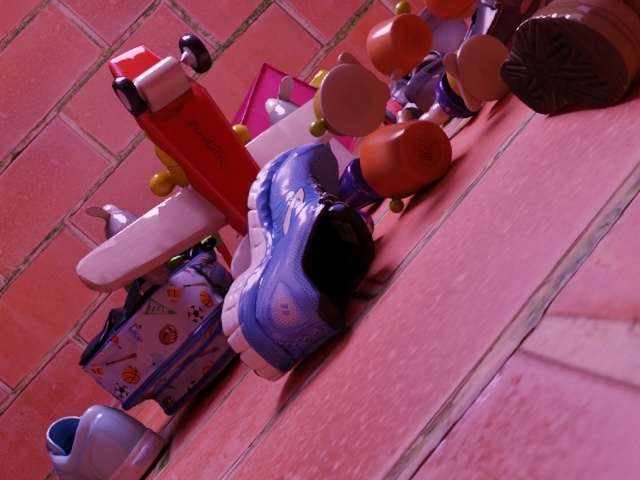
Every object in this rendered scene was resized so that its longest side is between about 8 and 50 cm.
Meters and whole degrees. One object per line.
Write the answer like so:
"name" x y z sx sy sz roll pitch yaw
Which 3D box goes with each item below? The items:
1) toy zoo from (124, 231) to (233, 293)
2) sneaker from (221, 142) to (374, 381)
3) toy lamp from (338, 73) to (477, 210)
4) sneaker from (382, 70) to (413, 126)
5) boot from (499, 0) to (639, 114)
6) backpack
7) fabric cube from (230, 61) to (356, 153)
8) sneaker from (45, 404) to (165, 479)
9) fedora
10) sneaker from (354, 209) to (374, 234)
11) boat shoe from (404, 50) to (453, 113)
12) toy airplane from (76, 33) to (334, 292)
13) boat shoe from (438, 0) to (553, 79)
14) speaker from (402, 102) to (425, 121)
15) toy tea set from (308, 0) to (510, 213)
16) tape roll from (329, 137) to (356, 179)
"toy zoo" -0.235 0.094 1.419 0.192 0.293 0.030 -26 39 -3
"sneaker" 0.000 0.000 0.865 0.147 0.130 0.330 -26 36 27
"toy lamp" 0.114 -0.133 1.152 0.274 0.080 0.080 -44 7 41
"sneaker" 0.174 -0.294 1.652 0.135 0.097 0.276 -48 8 5
"boot" 0.271 -0.233 0.629 0.269 0.089 0.236 -47 6 2
"backpack" -0.247 0.157 1.253 0.276 0.213 0.263 -51 -6 15
"fabric cube" -0.087 -0.185 1.725 0.258 0.254 0.259 -45 24 61
"sneaker" -0.375 0.344 1.258 0.366 0.150 0.135 -42 8 44
"fedora" 0.284 -0.479 1.897 0.244 0.124 0.275 -49 -3 -25
"sneaker" 0.035 -0.017 1.049 0.071 0.068 0.170 -44 4 -17
"boat shoe" 0.203 -0.280 1.338 0.103 0.092 0.285 -57 1 30
"toy airplane" -0.149 -0.090 1.193 0.272 0.386 0.384 130 146 -72
"boat shoe" 0.271 -0.369 1.147 0.355 0.130 0.132 -54 16 -9
"speaker" 0.199 -0.259 1.460 0.055 0.055 0.136 -41 9 49
"toy tea set" 0.120 -0.204 0.993 0.336 0.200 0.124 -51 15 -20
"tape roll" -0.035 -0.080 1.439 0.246 0.169 0.246 -47 7 7
